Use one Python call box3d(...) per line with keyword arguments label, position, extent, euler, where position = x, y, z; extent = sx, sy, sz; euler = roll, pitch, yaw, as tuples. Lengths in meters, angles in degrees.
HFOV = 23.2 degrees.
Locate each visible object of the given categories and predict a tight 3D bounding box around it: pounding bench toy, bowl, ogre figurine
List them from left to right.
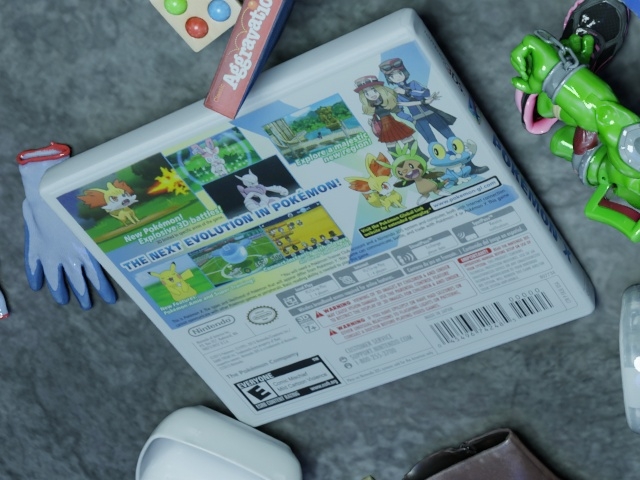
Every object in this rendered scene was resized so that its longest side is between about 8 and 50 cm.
box3d(label="pounding bench toy", position=(-0.093, -0.189, 1.121), extent=(0.052, 0.065, 0.083), euler=(-33, 108, 29))
box3d(label="bowl", position=(-0.083, 0.197, 1.347), extent=(0.142, 0.053, 0.142), euler=(25, 148, -1))
box3d(label="ogre figurine", position=(0.204, -0.060, 1.058), extent=(0.097, 0.118, 0.197), euler=(-34, 142, -13))

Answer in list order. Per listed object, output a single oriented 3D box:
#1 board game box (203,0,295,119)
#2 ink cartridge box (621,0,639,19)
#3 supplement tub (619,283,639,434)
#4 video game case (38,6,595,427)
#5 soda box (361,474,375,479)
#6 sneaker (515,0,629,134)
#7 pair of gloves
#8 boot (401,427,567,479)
box3d(label="board game box", position=(-0.004, -0.227, 1.029), extent=(0.027, 0.145, 0.281), euler=(24, 123, -3))
box3d(label="ink cartridge box", position=(0.355, -0.107, 1.039), extent=(0.333, 0.065, 0.165), euler=(40, 123, -11))
box3d(label="supplement tub", position=(0.323, 0.086, 1.161), extent=(0.190, 0.117, 0.117), euler=(-3, 120, 16))
box3d(label="video game case", position=(0.000, 0.000, 1.204), extent=(0.329, 0.036, 0.300), euler=(-21, 125, 25))
box3d(label="soda box", position=(-0.004, 0.286, 1.398), extent=(0.058, 0.061, 0.181), euler=(44, 121, -13))
box3d(label="sneaker", position=(0.178, -0.122, 1.103), extent=(0.047, 0.057, 0.119), euler=(30, 122, -2))
box3d(label="pair of gloves", position=(-0.262, -0.004, 1.305), extent=(0.198, 0.023, 0.159), euler=(-6, 118, 16))
box3d(label="boot", position=(0.213, 0.236, 1.295), extent=(0.248, 0.090, 0.207), euler=(-25, 115, 30))
